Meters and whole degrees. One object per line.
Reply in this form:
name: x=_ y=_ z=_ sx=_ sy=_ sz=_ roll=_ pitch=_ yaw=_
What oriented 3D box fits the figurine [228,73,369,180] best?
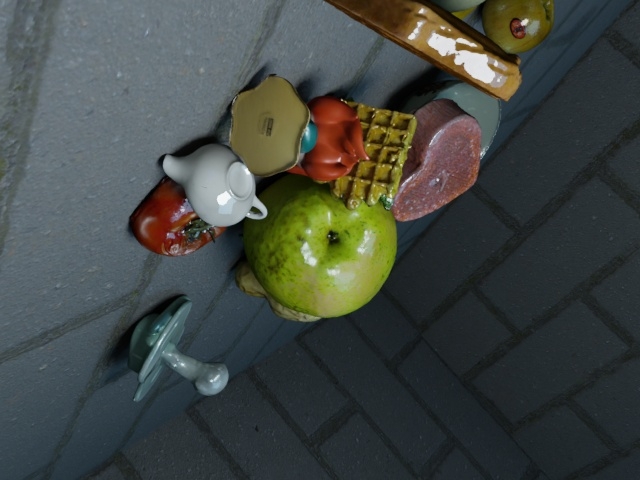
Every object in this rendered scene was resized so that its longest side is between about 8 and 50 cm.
figurine: x=-0.027 y=-0.188 z=1.182 sx=0.208 sy=0.181 sz=0.257 roll=-28 pitch=173 yaw=23

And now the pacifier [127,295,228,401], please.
pacifier: x=-0.357 y=0.300 z=1.676 sx=0.288 sy=0.269 sz=0.343 roll=-63 pitch=-176 yaw=-34

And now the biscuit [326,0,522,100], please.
biscuit: x=0.133 y=-0.312 z=0.943 sx=0.078 sy=0.349 sz=0.455 roll=-65 pitch=176 yaw=17

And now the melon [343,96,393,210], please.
melon: x=0.090 y=-0.180 z=1.406 sx=0.053 sy=0.262 sz=0.114 roll=-19 pitch=162 yaw=-9

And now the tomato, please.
tomato: x=-0.244 y=-0.046 z=1.232 sx=0.228 sy=0.101 sz=0.228 roll=-36 pitch=164 yaw=-12

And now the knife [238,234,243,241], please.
knife: x=-0.169 y=-0.008 z=1.724 sx=0.184 sy=0.022 sz=0.026 roll=-8 pitch=119 yaw=-65

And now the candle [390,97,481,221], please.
candle: x=0.289 y=-0.177 z=1.610 sx=0.287 sy=0.131 sz=0.317 roll=11 pitch=122 yaw=-47

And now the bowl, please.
bowl: x=0.300 y=-0.303 z=1.718 sx=0.337 sy=0.157 sz=0.337 roll=-21 pitch=138 yaw=-20

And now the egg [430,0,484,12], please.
egg: x=0.195 y=-0.450 z=0.994 sx=0.241 sy=0.186 sz=0.186 roll=-11 pitch=148 yaw=-48

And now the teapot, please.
teapot: x=-0.166 y=-0.092 z=1.132 sx=0.226 sy=0.092 sz=0.145 roll=40 pitch=57 yaw=-44

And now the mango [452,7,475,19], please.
mango: x=0.276 y=-0.515 z=1.234 sx=0.137 sy=0.091 sz=0.237 roll=-38 pitch=162 yaw=-24

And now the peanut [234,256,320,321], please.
peanut: x=-0.108 y=0.124 z=1.746 sx=0.147 sy=0.305 sz=0.147 roll=-38 pitch=145 yaw=-33

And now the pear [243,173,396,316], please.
pear: x=0.000 y=0.000 z=1.495 sx=0.391 sy=0.391 sz=0.391 roll=-39 pitch=166 yaw=-11

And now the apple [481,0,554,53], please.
apple: x=0.474 y=-0.534 z=1.535 sx=0.155 sy=0.183 sz=0.182 roll=-10 pitch=-166 yaw=46

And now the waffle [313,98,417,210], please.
waffle: x=0.063 y=-0.171 z=1.326 sx=0.057 sy=0.229 sz=0.219 roll=45 pitch=59 yaw=-76
